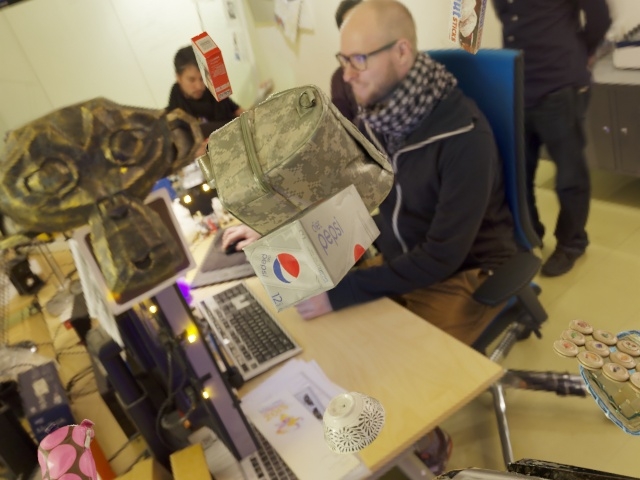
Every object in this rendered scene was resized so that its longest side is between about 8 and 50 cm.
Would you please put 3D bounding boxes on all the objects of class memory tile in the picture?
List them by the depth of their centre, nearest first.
[{"bbox_3d":[0.430,0.168,0.929,0.148,0.012,0.113,25,34,31],"label":"memory tile"}]

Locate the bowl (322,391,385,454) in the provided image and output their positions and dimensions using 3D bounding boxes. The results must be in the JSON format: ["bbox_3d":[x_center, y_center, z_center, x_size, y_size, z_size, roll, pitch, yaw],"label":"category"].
[{"bbox_3d":[0.066,0.426,1.531,0.170,0.080,0.170,-24,28,14],"label":"bowl"}]

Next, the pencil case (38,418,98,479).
[{"bbox_3d":[-0.365,0.380,0.946,0.098,0.095,0.209,-34,52,-1],"label":"pencil case"}]

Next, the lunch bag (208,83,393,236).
[{"bbox_3d":[-0.025,-0.137,1.207,0.256,0.305,0.212,-28,53,20],"label":"lunch bag"}]

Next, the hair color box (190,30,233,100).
[{"bbox_3d":[-0.297,-0.474,1.716,0.053,0.167,0.093,-31,63,-11],"label":"hair color box"}]

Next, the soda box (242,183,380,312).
[{"bbox_3d":[0.000,0.000,0.893,0.091,0.098,0.286,-27,5,21],"label":"soda box"}]

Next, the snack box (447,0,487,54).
[{"bbox_3d":[0.265,-0.415,1.126,0.064,0.178,0.022,36,73,22],"label":"snack box"}]

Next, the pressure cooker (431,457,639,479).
[{"bbox_3d":[0.320,0.461,0.690,0.420,0.375,0.370,-6,3,36],"label":"pressure cooker"}]

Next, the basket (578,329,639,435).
[{"bbox_3d":[0.762,0.348,1.512,0.201,0.289,0.255,-35,71,4],"label":"basket"}]

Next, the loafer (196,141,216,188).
[{"bbox_3d":[-0.209,-0.218,1.460,0.094,0.087,0.251,-26,22,30],"label":"loafer"}]
